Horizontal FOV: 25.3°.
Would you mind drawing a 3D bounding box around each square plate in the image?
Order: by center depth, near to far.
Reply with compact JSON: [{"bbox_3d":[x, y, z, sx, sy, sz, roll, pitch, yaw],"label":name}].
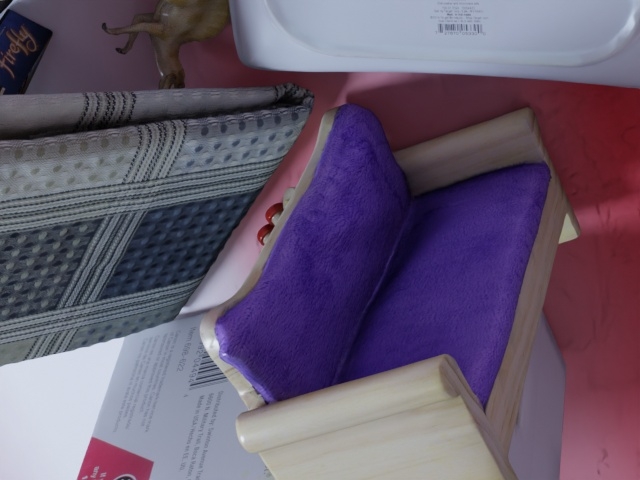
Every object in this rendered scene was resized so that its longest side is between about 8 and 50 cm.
[{"bbox_3d":[0.086,-0.237,0.927,0.347,0.049,0.344,5,131,13],"label":"square plate"}]

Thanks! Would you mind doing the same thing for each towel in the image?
[{"bbox_3d":[-0.196,-0.005,1.116,0.324,0.056,0.312,-12,151,-39],"label":"towel"}]

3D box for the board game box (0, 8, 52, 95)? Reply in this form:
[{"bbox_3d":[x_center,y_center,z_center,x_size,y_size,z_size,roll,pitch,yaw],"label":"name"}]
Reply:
[{"bbox_3d":[-0.298,-0.048,1.145,0.042,0.165,0.243,27,130,-11],"label":"board game box"}]

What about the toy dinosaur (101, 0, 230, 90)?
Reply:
[{"bbox_3d":[-0.106,-0.187,1.069,0.093,0.053,0.183,16,122,-25],"label":"toy dinosaur"}]

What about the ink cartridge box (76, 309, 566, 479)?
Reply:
[{"bbox_3d":[0.001,0.184,1.202,0.385,0.279,0.160,-14,127,23],"label":"ink cartridge box"}]

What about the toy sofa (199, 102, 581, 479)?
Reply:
[{"bbox_3d":[0.066,0.026,0.995,0.150,0.362,0.177,-17,114,26],"label":"toy sofa"}]

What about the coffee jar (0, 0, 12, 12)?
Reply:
[{"bbox_3d":[-0.229,-0.246,1.013,0.096,0.079,0.184,36,129,-8],"label":"coffee jar"}]

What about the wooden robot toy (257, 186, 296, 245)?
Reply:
[{"bbox_3d":[0.000,0.000,1.204,0.079,0.076,0.173,-5,140,-31],"label":"wooden robot toy"}]
